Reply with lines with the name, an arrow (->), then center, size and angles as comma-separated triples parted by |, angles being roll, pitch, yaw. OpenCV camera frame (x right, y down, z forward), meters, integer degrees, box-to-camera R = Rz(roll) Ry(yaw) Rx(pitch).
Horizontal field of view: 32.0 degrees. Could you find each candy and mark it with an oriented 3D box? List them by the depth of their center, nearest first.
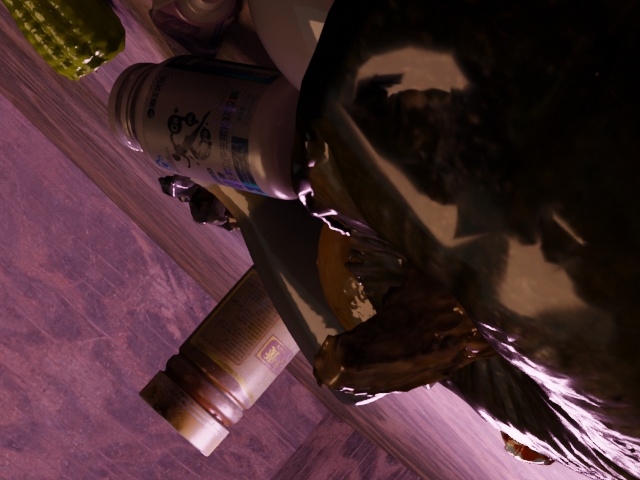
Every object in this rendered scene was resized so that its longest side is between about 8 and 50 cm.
candy -> -0.305, -0.272, 1.217 | 0.209, 0.097, 0.097 | 49, 167, -22
candy -> 0.268, 0.243, 1.399 | 0.084, 0.078, 0.287 | 35, 176, 16

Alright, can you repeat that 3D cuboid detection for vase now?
vase -> -0.015, -0.001, 1.123 | 0.321, 0.173, 0.173 | 47, 169, -9

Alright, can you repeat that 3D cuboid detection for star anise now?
star anise -> -0.129, -0.080, 1.283 | 0.180, 0.061, 0.204 | 55, -154, -7

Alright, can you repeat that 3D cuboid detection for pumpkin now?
pumpkin -> 0.122, 0.011, 0.440 | 0.232, 0.242, 0.325 | 45, 175, 25

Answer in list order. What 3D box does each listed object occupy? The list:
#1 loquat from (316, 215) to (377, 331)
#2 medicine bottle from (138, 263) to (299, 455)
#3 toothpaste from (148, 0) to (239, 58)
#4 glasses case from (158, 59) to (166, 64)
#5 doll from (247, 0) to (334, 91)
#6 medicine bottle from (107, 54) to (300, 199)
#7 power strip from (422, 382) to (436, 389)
loquat -> 0.084, 0.016, 0.874 | 0.172, 0.149, 0.204 | 19, -158, 4
medicine bottle -> -0.133, 0.178, 1.814 | 0.151, 0.322, 0.151 | 40, 170, 9
toothpaste -> -0.116, -0.192, 0.990 | 0.075, 0.048, 0.301 | 32, 174, -11
glasses case -> -0.113, -0.117, 1.207 | 0.193, 0.074, 0.049 | 41, 166, -1
doll -> -0.017, -0.166, 0.619 | 0.336, 0.105, 0.200 | 46, 169, 14
medicine bottle -> -0.089, -0.103, 0.970 | 0.191, 0.107, 0.107 | 14, 156, 32
power strip -> 0.074, 0.100, 1.516 | 0.216, 0.061, 0.145 | 33, 160, 35
